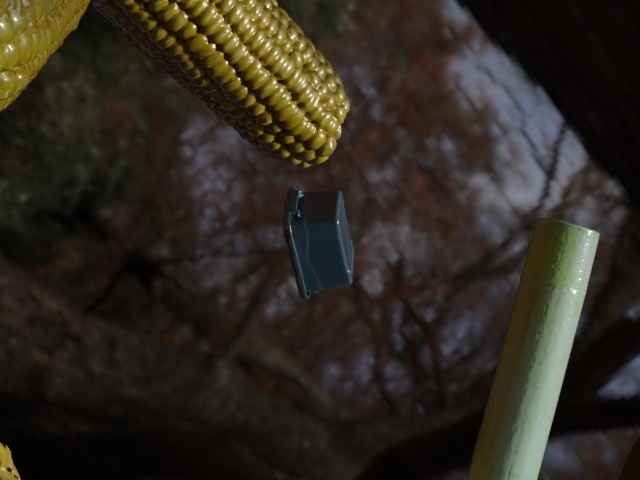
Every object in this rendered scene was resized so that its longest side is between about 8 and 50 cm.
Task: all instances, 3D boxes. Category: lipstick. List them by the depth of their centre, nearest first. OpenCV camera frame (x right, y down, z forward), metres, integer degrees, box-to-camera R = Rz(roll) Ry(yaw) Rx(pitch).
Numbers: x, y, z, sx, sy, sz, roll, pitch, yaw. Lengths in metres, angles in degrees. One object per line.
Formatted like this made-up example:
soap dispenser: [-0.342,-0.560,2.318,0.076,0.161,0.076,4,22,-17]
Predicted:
lipstick: [0.224,0.129,1.817,0.076,0.076,0.304,-172,-83,-73]

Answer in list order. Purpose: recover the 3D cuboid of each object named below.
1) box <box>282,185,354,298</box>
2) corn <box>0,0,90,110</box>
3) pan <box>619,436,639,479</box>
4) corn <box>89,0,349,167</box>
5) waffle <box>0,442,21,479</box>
box: [0.000,0.000,1.662,0.054,0.099,0.074,-6,-146,11]
corn: [-0.196,-0.160,1.016,0.131,0.131,0.344,-33,-165,17]
pan: [0.274,0.169,1.379,0.202,0.048,0.128,-77,-170,-52]
corn: [-0.095,-0.175,1.312,0.115,0.318,0.115,-37,-152,23]
waffle: [-0.315,0.285,1.274,0.095,0.382,0.380,-12,-150,29]
